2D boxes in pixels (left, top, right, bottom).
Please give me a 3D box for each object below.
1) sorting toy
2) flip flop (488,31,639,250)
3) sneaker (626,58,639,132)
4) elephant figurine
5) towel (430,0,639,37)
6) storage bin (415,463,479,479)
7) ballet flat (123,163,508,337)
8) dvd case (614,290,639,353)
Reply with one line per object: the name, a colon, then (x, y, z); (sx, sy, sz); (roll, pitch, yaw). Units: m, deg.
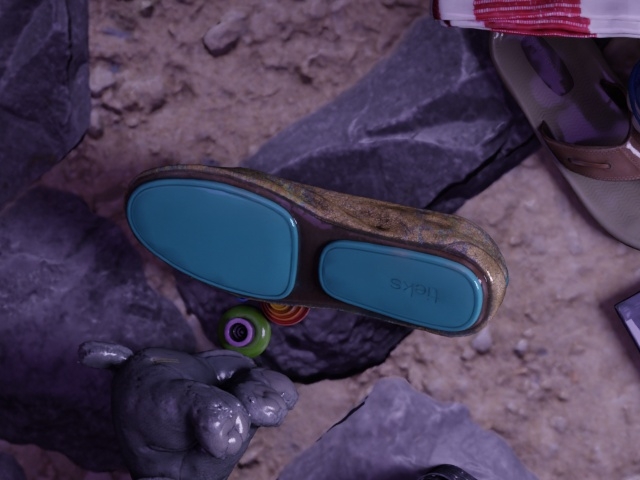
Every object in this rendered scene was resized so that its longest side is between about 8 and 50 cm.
sorting toy: (-0.058, 0.065, 1.686); (0.102, 0.042, 0.061); (-39, 81, 9)
flip flop: (0.245, -0.099, 1.602); (0.112, 0.080, 0.277); (-38, 81, 9)
sneaker: (0.399, -0.086, 1.432); (0.330, 0.147, 0.129); (11, 92, 12)
elephant figurine: (-0.119, 0.225, 1.650); (0.186, 0.169, 0.239); (30, 113, 40)
towel: (0.250, -0.265, 1.364); (0.329, 0.037, 0.237); (4, 93, 9)
storage bin: (0.141, 0.291, 1.617); (0.180, 0.084, 0.122); (33, 96, 10)
ballet flat: (0.000, 0.000, 1.639); (0.349, 0.123, 0.123); (14, 92, 14)
dvd case: (0.390, 0.116, 1.593); (0.179, 0.029, 0.238); (-30, 83, 10)
